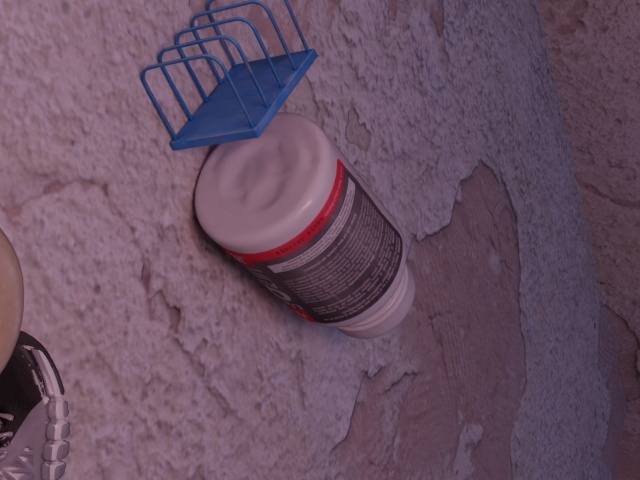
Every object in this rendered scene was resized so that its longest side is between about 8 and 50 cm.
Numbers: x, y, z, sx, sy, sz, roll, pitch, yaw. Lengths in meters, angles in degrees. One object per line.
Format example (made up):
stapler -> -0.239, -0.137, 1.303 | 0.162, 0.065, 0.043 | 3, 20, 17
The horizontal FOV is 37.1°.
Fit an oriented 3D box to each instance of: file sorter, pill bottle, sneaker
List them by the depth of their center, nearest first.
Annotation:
sneaker -> -0.275, 0.192, 0.768 | 0.132, 0.086, 0.229 | -9, 98, -58
file sorter -> -0.103, -0.196, 1.062 | 0.104, 0.118, 0.170 | 63, 38, -31
pill bottle -> 0.000, 0.000, 1.171 | 0.318, 0.176, 0.176 | 46, 49, -49

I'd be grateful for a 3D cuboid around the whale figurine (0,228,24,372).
whale figurine -> -0.343, 0.044, 0.635 | 0.272, 0.141, 0.216 | -11, 118, -37
